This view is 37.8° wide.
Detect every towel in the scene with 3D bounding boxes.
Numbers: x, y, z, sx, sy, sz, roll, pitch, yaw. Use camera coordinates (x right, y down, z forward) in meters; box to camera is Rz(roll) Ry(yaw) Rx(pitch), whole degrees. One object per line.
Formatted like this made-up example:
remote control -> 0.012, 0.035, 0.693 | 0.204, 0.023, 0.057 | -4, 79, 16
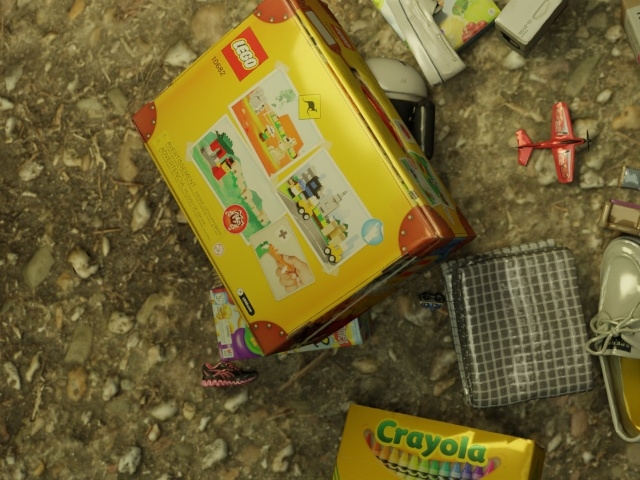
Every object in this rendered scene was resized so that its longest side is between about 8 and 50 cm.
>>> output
towel -> 0.359, 0.152, 1.696 | 0.235, 0.121, 0.284 | -10, 92, 0

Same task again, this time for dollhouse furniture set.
dollhouse furniture set -> 0.662, -0.131, 1.599 | 0.286, 0.198, 0.303 | 15, 95, 11

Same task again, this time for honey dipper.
honey dipper -> -0.187, 0.134, 1.880 | 0.030, 0.030, 0.161 | -13, 93, 12

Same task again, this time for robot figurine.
robot figurine -> 0.110, -0.197, 1.729 | 0.209, 0.173, 0.278 | 6, 94, 9

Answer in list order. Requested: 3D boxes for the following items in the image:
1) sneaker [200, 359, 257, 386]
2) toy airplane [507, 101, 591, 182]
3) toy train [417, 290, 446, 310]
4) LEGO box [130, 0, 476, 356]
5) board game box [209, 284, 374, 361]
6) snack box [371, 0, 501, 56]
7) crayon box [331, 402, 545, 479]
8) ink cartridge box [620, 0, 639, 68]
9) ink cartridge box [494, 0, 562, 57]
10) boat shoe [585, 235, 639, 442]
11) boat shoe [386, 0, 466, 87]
sneaker -> -0.186, 0.265, 1.881 | 0.119, 0.047, 0.057 | -5, 81, 11
toy airplane -> 0.425, -0.176, 1.733 | 0.151, 0.028, 0.151 | 0, 92, 12
toy train -> 0.263, 0.123, 1.785 | 0.158, 0.027, 0.036 | 7, 106, 11
LEGO box -> -0.038, -0.114, 1.597 | 0.372, 0.193, 0.500 | -36, 77, 22
board game box -> -0.052, 0.137, 1.792 | 0.275, 0.142, 0.144 | -9, 91, 12
snack box -> 0.209, -0.443, 1.744 | 0.174, 0.070, 0.207 | -39, 83, 13
crayon box -> 0.192, 0.485, 1.682 | 0.363, 0.106, 0.313 | 6, 75, 29
ink cartridge box -> 0.649, -0.337, 1.611 | 0.193, 0.088, 0.235 | -18, 69, 11
ink cartridge box -> 0.376, -0.406, 1.656 | 0.072, 0.175, 0.127 | 40, 100, 7
boat shoe -> 0.533, 0.176, 1.640 | 0.136, 0.156, 0.367 | -5, 88, 46
boat shoe -> 0.179, -0.407, 1.678 | 0.084, 0.095, 0.258 | -27, 98, 13
